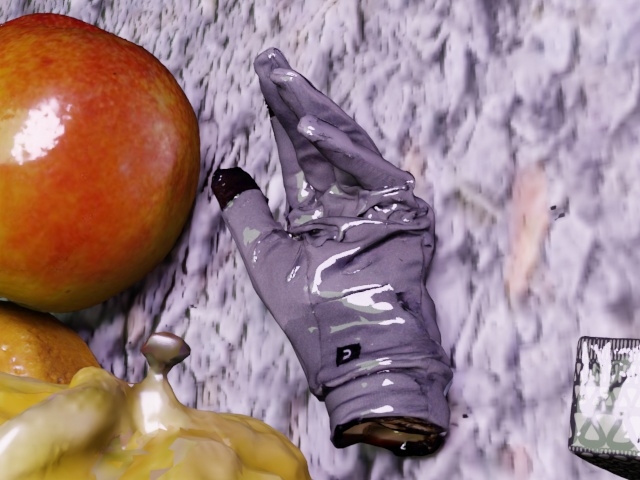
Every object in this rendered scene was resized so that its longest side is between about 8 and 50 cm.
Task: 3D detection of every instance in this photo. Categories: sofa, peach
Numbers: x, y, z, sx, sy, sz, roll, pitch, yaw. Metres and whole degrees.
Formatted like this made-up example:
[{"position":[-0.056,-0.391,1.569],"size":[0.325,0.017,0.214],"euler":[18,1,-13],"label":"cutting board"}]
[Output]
[{"position":[0.164,0.090,0.518],"size":[0.039,0.118,0.060],"euler":[1,72,33],"label":"sofa"},{"position":[-0.202,-0.057,0.771],"size":[0.231,0.231,0.230],"euler":[-13,64,29],"label":"peach"}]

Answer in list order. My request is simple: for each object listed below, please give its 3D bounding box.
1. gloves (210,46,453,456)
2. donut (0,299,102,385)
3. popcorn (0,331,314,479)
[{"position":[0.005,0.007,0.665],"size":[0.142,0.119,0.285],"euler":[-21,74,17],"label":"gloves"},{"position":[-0.264,0.153,0.784],"size":[0.227,0.114,0.226],"euler":[-13,64,28],"label":"donut"},{"position":[-0.157,0.232,0.545],"size":[0.349,0.349,0.381],"euler":[4,80,35],"label":"popcorn"}]
